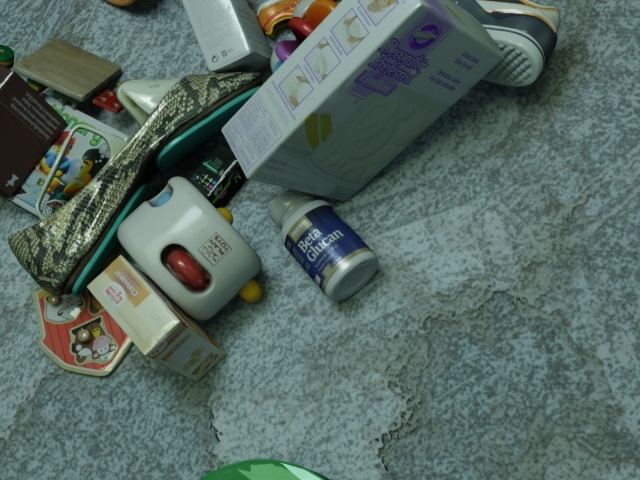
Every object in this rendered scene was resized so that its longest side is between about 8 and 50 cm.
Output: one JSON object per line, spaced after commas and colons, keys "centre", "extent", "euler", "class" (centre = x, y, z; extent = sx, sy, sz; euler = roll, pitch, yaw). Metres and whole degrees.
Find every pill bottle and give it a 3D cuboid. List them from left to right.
{"centre": [0.000, 0.000, 1.232], "extent": [0.094, 0.094, 0.169], "euler": [-40, 65, -3], "class": "pill bottle"}

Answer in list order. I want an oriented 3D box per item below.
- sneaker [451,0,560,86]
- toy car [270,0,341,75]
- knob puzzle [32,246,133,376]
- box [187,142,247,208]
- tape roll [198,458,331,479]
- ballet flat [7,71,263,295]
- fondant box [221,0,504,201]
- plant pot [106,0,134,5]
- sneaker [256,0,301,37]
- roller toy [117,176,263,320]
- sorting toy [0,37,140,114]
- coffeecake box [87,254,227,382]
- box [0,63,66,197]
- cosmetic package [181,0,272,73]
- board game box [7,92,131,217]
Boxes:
{"centre": [0.215, -0.332, 1.291], "extent": [0.321, 0.126, 0.127], "euler": [23, 63, 29], "class": "sneaker"}
{"centre": [-0.011, -0.295, 1.309], "extent": [0.159, 0.136, 0.182], "euler": [40, 113, 23], "class": "toy car"}
{"centre": [-0.366, 0.125, 1.316], "extent": [0.213, 0.030, 0.213], "euler": [-5, 68, 12], "class": "knob puzzle"}
{"centre": [-0.162, -0.101, 1.331], "extent": [0.052, 0.062, 0.083], "euler": [34, 81, 22], "class": "box"}
{"centre": [-0.073, 0.454, 1.086], "extent": [0.321, 0.077, 0.321], "euler": [-5, 69, 13], "class": "tape roll"}
{"centre": [-0.302, -0.136, 1.306], "extent": [0.182, 0.164, 0.483], "euler": [41, 81, -2], "class": "ballet flat"}
{"centre": [0.059, -0.203, 1.153], "extent": [0.330, 0.238, 0.096], "euler": [-43, 61, 25], "class": "fondant box"}
{"centre": [-0.354, -0.597, 1.474], "extent": [0.291, 0.291, 0.203], "euler": [34, 65, 24], "class": "plant pot"}
{"centre": [-0.022, -0.402, 1.423], "extent": [0.175, 0.064, 0.067], "euler": [-27, 85, 9], "class": "sneaker"}
{"centre": [-0.185, 0.009, 1.224], "extent": [0.146, 0.191, 0.209], "euler": [-43, 65, -5], "class": "roller toy"}
{"centre": [-0.431, -0.282, 1.448], "extent": [0.274, 0.046, 0.132], "euler": [24, 39, 4], "class": "sorting toy"}
{"centre": [-0.231, 0.117, 1.197], "extent": [0.068, 0.185, 0.142], "euler": [-44, 66, -5], "class": "coffeecake box"}
{"centre": [-0.573, -0.208, 1.362], "extent": [0.203, 0.168, 0.167], "euler": [29, 78, 23], "class": "box"}
{"centre": [-0.168, -0.390, 1.374], "extent": [0.085, 0.117, 0.231], "euler": [-22, 88, 16], "class": "cosmetic package"}
{"centre": [-0.484, -0.148, 1.440], "extent": [0.305, 0.053, 0.193], "euler": [27, 78, 22], "class": "board game box"}
